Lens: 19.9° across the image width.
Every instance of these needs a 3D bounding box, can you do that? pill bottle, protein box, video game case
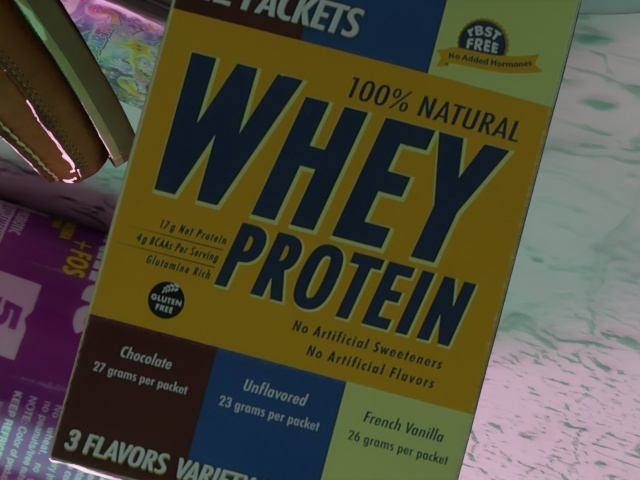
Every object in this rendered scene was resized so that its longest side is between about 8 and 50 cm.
[{"bbox_3d":[-0.093,0.093,1.047,0.302,0.169,0.169,19,155,-6],"label":"pill bottle"},{"bbox_3d":[0.000,0.000,0.702,0.136,0.201,0.200,15,176,1],"label":"protein box"},{"bbox_3d":[-0.078,-0.085,0.859,0.122,0.011,0.087,23,154,-13],"label":"video game case"}]

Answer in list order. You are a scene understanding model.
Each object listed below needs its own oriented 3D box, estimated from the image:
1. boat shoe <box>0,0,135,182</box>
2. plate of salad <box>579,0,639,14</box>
[{"bbox_3d":[-0.180,-0.118,0.702,0.110,0.104,0.307,49,175,47],"label":"boat shoe"},{"bbox_3d":[0.101,-0.121,0.604,0.200,0.048,0.200,1,156,1],"label":"plate of salad"}]
